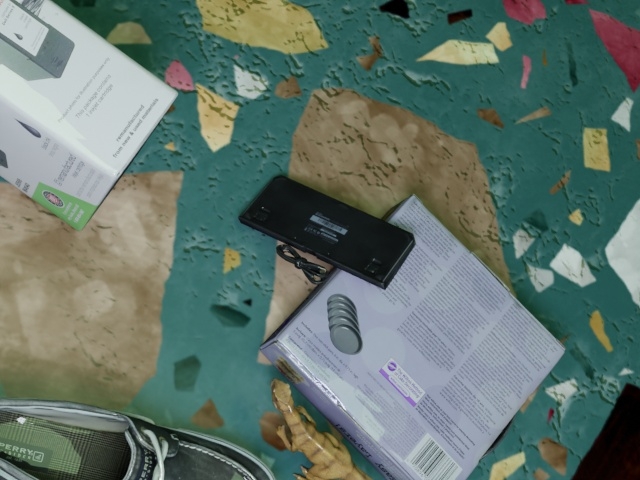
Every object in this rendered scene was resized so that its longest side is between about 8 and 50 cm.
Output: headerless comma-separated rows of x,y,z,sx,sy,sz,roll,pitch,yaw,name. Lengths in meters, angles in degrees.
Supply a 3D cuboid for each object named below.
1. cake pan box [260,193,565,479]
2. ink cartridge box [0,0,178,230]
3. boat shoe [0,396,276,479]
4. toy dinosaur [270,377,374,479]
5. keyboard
0.109,0.123,1.368,0.267,0.070,0.246,44,66,-4,cake pan box
-0.298,-0.152,1.213,0.273,0.198,0.115,36,66,-8,ink cartridge box
-0.191,0.224,1.190,0.335,0.119,0.121,12,71,-18,boat shoe
0.016,0.228,1.274,0.211,0.112,0.064,39,64,-8,toy dinosaur
0.000,0.000,1.339,0.180,0.023,0.108,24,53,20,keyboard
